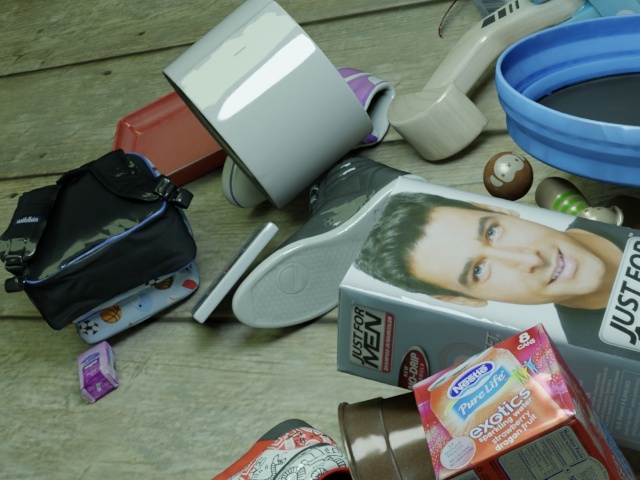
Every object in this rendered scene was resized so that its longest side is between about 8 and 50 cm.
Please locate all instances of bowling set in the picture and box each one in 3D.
[{"bbox_3d":[0.237,0.016,1.509,0.287,0.200,0.154,-40,33,0],"label":"bowling set"}]

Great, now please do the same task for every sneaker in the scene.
[{"bbox_3d":[-0.009,-0.145,2.031,0.282,0.102,0.161,-47,37,-17],"label":"sneaker"},{"bbox_3d":[-0.075,0.309,1.508,0.270,0.090,0.145,-42,30,-14],"label":"sneaker"},{"bbox_3d":[0.000,0.000,1.838,0.296,0.104,0.147,-36,28,-7],"label":"sneaker"}]

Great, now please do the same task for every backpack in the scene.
[{"bbox_3d":[-0.301,-0.003,2.016,0.276,0.213,0.263,-24,36,-3],"label":"backpack"}]

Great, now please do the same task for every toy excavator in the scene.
[{"bbox_3d":[0.313,-0.334,1.917,0.445,0.222,0.433,-28,30,38],"label":"toy excavator"}]

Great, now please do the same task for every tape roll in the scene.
[{"bbox_3d":[-0.069,-0.185,1.890,0.169,0.246,0.246,-40,32,-3],"label":"tape roll"}]

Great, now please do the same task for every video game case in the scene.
[{"bbox_3d":[-0.115,0.041,1.877,0.157,0.019,0.143,-51,5,-5],"label":"video game case"}]

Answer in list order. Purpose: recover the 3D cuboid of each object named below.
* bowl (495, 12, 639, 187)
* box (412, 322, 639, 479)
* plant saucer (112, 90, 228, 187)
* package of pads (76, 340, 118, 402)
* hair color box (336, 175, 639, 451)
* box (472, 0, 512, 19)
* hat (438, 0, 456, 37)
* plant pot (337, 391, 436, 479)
[{"bbox_3d":[0.387,-0.157,1.549,0.391,0.077,0.391,-3,25,2],"label":"bowl"},{"bbox_3d":[0.198,0.212,1.223,0.128,0.257,0.122,-28,35,12],"label":"box"},{"bbox_3d":[-0.221,-0.165,2.301,0.259,0.048,0.258,-25,34,17],"label":"plant saucer"},{"bbox_3d":[-0.305,0.178,1.946,0.050,0.032,0.083,-34,32,8],"label":"package of pads"},{"bbox_3d":[0.220,0.071,1.346,0.374,0.113,0.185,13,41,15],"label":"hair color box"},{"bbox_3d":[0.276,-0.392,2.058,0.072,0.126,0.137,6,50,49],"label":"box"},{"bbox_3d":[0.240,-0.428,2.236,0.208,0.183,0.173,-4,25,-33],"label":"hat"},{"bbox_3d":[0.123,0.209,1.399,0.165,0.167,0.167,-22,34,9],"label":"plant pot"}]
